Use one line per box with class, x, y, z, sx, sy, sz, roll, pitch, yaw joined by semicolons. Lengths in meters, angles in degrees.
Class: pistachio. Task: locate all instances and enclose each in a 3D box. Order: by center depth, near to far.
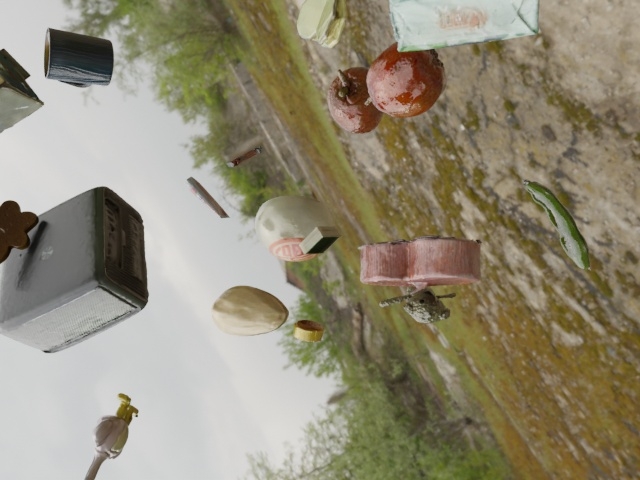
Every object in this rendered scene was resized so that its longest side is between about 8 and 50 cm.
pistachio;-0.211;0.213;1.744;0.157;0.230;0.157;4;-90;-87

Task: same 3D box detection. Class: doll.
doll;-0.558;0.573;1.454;0.160;0.095;0.365;89;-172;-51
doll;0.298;0.152;1.681;0.286;0.203;0.091;-28;-50;-61

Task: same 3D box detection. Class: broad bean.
broad bean;0.546;-0.041;1.319;0.254;0.047;0.065;58;152;5

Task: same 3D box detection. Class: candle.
candle;0.270;0.075;1.505;0.287;0.317;0.131;13;-104;-56
candle;-0.208;-0.240;1.652;0.021;0.026;0.167;60;-146;-9

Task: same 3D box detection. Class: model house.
model house;-0.614;-0.288;0.969;0.206;0.178;0.271;56;176;-11

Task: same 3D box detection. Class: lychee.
lychee;0.143;-0.555;2.276;0.255;0.255;0.300;59;-177;25

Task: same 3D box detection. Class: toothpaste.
toothpaste;-0.394;-0.144;2.022;0.194;0.043;0.067;44;-165;12

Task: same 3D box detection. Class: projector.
projector;-0.755;0.090;1.802;0.242;0.406;0.394;51;-162;-50

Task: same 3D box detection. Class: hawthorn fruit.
hawthorn fruit;0.222;-0.437;1.620;0.205;0.253;0.205;33;-138;-35

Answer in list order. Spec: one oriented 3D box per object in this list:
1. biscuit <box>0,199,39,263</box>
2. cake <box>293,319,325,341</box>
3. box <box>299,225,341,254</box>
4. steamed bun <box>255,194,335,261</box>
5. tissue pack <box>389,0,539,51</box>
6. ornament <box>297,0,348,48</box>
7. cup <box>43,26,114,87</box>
biscuit;-0.969;-0.015;1.742;0.180;0.236;0.039;34;149;2
cake;-0.032;0.242;1.564;0.084;0.084;0.044;-127;47;-77
box;0.000;0.000;1.499;0.083;0.079;0.035;-1;-128;-51
steamed bun;-0.088;-0.026;1.994;0.283;0.283;0.177;63;-156;-61
tissue pack;0.245;-0.462;0.986;0.128;0.228;0.310;67;-152;-48
ornament;0.016;-0.580;1.448;0.059;0.180;0.201;11;-159;-28
cup;-0.568;-0.424;1.362;0.150;0.138;0.113;15;102;58
